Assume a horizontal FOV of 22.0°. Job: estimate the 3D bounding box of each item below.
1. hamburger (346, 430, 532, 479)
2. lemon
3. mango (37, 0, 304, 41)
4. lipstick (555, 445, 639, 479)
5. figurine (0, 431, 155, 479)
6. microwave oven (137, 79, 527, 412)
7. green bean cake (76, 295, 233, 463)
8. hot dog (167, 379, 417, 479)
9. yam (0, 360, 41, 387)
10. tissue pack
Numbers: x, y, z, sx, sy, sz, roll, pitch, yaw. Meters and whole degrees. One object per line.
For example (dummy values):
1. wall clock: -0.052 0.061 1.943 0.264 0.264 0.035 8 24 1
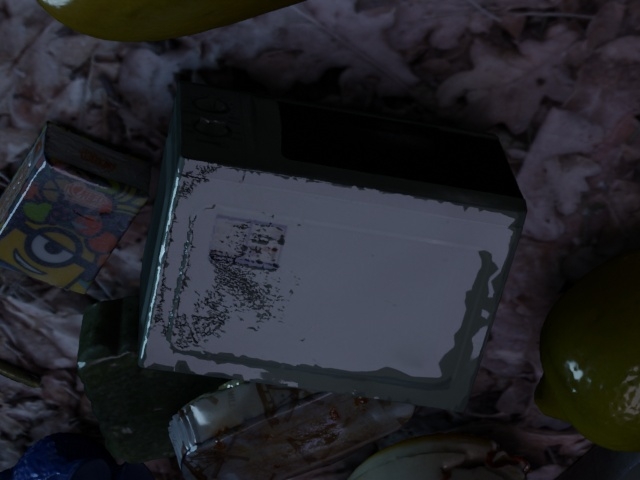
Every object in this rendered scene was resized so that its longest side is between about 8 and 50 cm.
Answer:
1. hamburger: 0.125 0.333 1.848 0.227 0.151 0.295 9 140 -3
2. lemon: 0.315 0.100 1.581 0.248 0.184 0.184 -40 125 22
3. mango: -0.046 -0.242 1.227 0.331 0.142 0.195 -24 167 29
4. lipstick: 0.360 0.233 1.805 0.068 0.066 0.317 22 131 -23
5. figurine: -0.299 0.277 1.806 0.262 0.121 0.164 -12 148 30
6. microwave oven: 0.000 0.000 1.447 0.295 0.181 0.237 9 118 -11
7. green bean cake: -0.139 0.132 1.663 0.185 0.094 0.183 -7 136 5
8. hot dog: -0.022 0.174 1.611 0.268 0.075 0.144 -22 135 14
9. yam: -0.338 0.130 1.711 0.107 0.014 0.014 28 129 -27
10. tissue pack: -0.235 -0.029 1.515 0.108 0.060 0.148 20 131 -23
